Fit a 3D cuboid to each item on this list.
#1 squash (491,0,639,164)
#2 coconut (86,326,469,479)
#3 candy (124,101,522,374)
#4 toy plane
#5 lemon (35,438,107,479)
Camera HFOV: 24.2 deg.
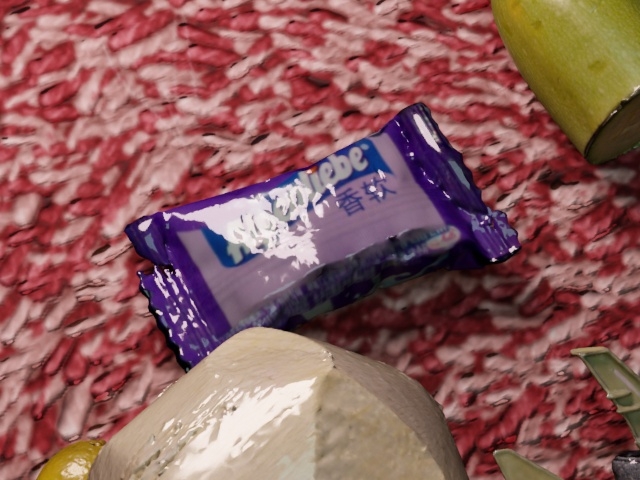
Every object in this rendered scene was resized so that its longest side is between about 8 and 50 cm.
[{"bbox_3d":[0.201,-0.163,1.175,0.123,0.123,0.186,-33,76,-17],"label":"squash"},{"bbox_3d":[-0.016,0.175,0.953,0.245,0.245,0.247,45,73,7],"label":"coconut"},{"bbox_3d":[0.000,0.000,1.112,0.275,0.070,0.145,-24,70,-12],"label":"candy"},{"bbox_3d":[0.252,0.191,1.074,0.256,0.104,0.241,-7,87,-4],"label":"toy plane"},{"bbox_3d":[-0.168,0.180,1.027,0.065,0.065,0.092,17,75,-3],"label":"lemon"}]
